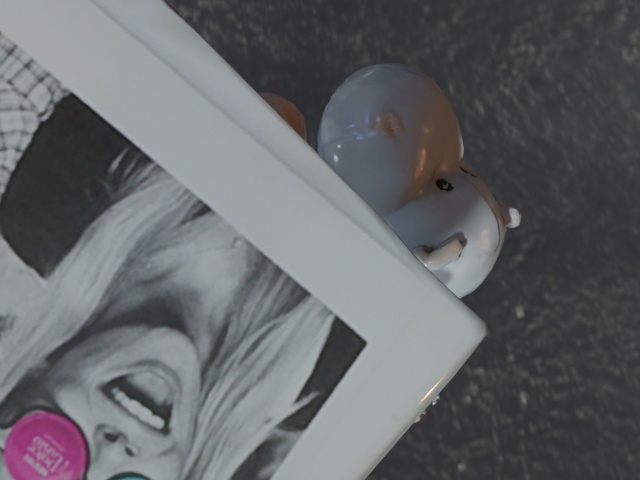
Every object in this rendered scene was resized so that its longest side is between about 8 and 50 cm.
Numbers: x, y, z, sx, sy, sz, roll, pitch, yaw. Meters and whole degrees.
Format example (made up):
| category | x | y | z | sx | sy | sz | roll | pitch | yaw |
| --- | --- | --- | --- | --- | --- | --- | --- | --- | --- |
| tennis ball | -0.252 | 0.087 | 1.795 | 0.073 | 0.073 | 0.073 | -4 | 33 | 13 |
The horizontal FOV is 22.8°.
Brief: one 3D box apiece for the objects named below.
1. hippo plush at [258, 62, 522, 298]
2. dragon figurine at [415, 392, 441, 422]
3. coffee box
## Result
| category | x | y | z | sx | sy | sz | roll | pitch | yaw |
| --- | --- | --- | --- | --- | --- | --- | --- | --- | --- |
| hippo plush | 0.000 | 0.000 | 1.133 | 0.236 | 0.234 | 0.294 | -13 | 99 | 38 |
| dragon figurine | -0.053 | 0.120 | 1.020 | 0.289 | 0.144 | 0.085 | -14 | 115 | 46 |
| coffee box | -0.228 | 0.060 | 0.520 | 0.338 | 0.334 | 0.337 | 45 | 152 | -3 |
